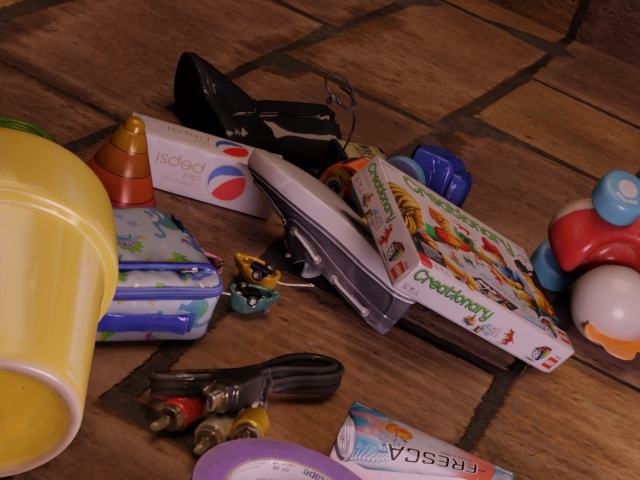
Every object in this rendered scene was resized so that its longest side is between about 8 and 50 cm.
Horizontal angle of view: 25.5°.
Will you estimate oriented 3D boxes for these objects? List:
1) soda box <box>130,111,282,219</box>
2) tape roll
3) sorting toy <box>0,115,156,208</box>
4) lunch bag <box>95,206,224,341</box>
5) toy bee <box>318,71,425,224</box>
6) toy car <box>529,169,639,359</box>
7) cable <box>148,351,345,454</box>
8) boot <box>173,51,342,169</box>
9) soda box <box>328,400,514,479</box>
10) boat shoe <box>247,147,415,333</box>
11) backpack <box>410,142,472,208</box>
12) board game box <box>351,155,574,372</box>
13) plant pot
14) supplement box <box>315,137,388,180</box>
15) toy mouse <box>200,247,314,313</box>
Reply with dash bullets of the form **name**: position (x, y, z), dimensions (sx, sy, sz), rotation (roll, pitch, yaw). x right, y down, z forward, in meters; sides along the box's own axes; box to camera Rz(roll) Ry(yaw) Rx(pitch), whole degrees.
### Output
- **soda box**: position (-0.161, -0.100, 1.902), dimensions (0.216, 0.074, 0.069), rotation (16, 24, -12)
- **tape roll**: position (-0.035, 0.262, 1.242), dimensions (0.189, 0.080, 0.189), rotation (18, 24, -8)
- **sorting toy**: position (-0.356, -0.153, 1.793), dimensions (0.365, 0.126, 0.127), rotation (27, 25, 11)
- **lunch bag**: position (-0.226, 0.037, 1.549), dimensions (0.219, 0.090, 0.176), rotation (2, 33, -34)
- **toy bee**: position (0.066, -0.058, 1.947), dimensions (0.195, 0.162, 0.298), rotation (5, 53, -48)
- **toy car**: position (0.418, 0.070, 1.936), dimensions (0.210, 0.219, 0.238), rotation (14, 54, -17)
- **cable**: position (-0.080, 0.164, 1.476), dimensions (0.139, 0.072, 0.287), rotation (12, 7, 22)
- **boot**: position (-0.092, -0.187, 2.111), dimensions (0.207, 0.094, 0.246), rotation (1, 38, -31)
- **soda box**: position (0.100, 0.234, 1.428), dimensions (0.183, 0.063, 0.058), rotation (23, 23, 5)
- **boat shoe**: position (0.000, 0.000, 1.784), dimensions (0.301, 0.102, 0.108), rotation (42, 14, 23)
- **backpack**: position (0.175, -0.085, 2.124), dimensions (0.101, 0.098, 0.120), rotation (31, 13, 8)
- **board game box**: position (0.178, 0.033, 1.759), dimensions (0.305, 0.053, 0.193), rotation (29, 28, -38)
- **plant pot**: position (-0.303, 0.069, 1.257), dimensions (0.254, 0.254, 0.239), rotation (10, 42, -23)
- **supplement box**: position (0.047, -0.093, 2.044), dimensions (0.083, 0.083, 0.056), rotation (10, 27, -26)
- **toy mouse**: position (-0.107, 0.053, 1.679), dimensions (0.161, 0.031, 0.143), rotation (26, 24, 12)
